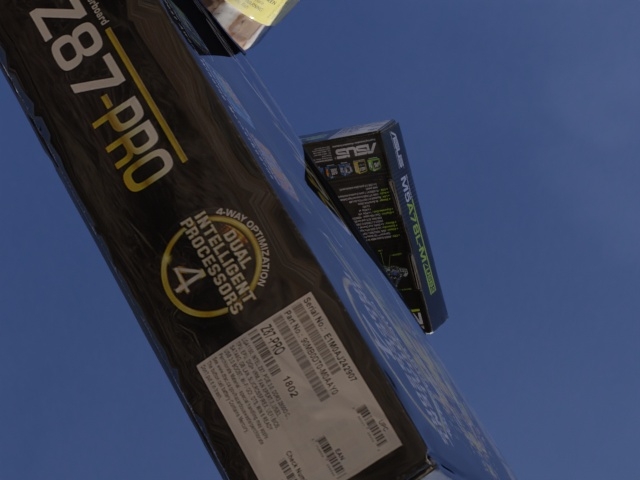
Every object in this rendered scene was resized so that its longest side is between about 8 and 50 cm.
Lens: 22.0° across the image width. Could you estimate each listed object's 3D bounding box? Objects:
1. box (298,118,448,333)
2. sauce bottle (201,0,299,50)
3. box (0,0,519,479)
[{"bbox_3d":[0.000,0.000,1.435,0.191,0.184,0.045,-9,-164,29],"label":"box"},{"bbox_3d":[0.015,-0.306,1.316,0.344,0.111,0.111,-46,-117,19],"label":"sauce bottle"},{"bbox_3d":[-0.036,0.005,0.889,0.097,0.318,0.395,-33,-114,4],"label":"box"}]
